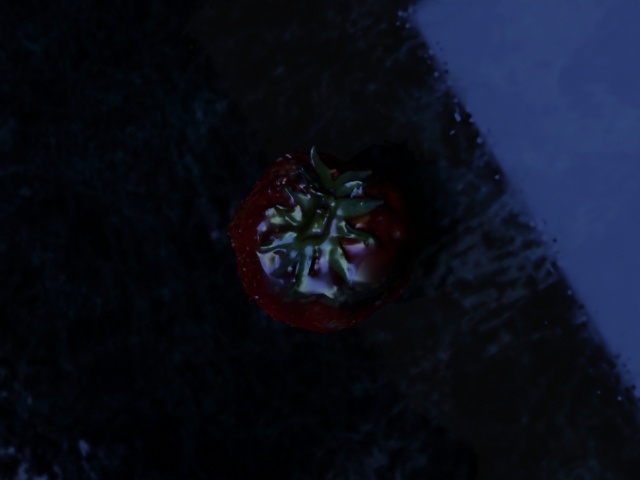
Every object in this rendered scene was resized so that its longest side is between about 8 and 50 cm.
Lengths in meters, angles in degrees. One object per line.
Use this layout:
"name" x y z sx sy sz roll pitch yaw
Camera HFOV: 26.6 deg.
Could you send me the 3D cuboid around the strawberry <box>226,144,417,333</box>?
"strawberry" 0.000 0.001 0.724 0.106 0.106 0.106 3 97 25
